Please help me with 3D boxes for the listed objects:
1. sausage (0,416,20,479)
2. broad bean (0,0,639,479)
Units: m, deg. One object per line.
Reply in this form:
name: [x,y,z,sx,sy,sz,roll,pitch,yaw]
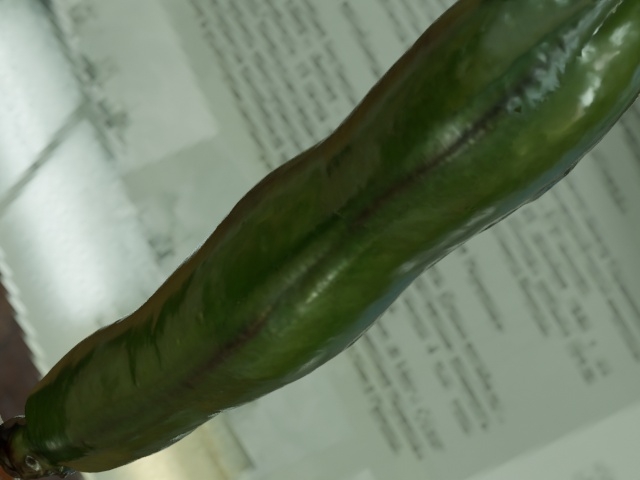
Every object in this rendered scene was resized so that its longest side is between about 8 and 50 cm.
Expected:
sausage: [-0.143,0.156,0.626,0.089,0.300,0.083,21,40,10]
broad bean: [0.000,0.001,0.433,0.043,0.297,0.060,45,37,-8]
